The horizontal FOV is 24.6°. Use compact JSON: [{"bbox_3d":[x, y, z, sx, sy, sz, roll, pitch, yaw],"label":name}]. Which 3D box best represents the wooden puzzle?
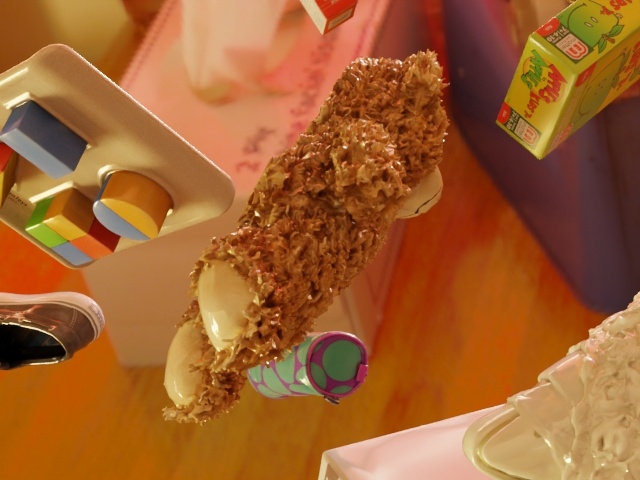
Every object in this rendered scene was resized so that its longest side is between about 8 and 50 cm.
[{"bbox_3d":[-0.334,-0.080,1.904,0.348,0.322,0.080,-22,40,42],"label":"wooden puzzle"}]

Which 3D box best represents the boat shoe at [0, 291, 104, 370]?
[{"bbox_3d":[-0.333,0.107,1.573,0.228,0.080,0.076,-4,31,32],"label":"boat shoe"}]

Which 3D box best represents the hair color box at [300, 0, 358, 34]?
[{"bbox_3d":[-0.016,-0.294,1.560,0.043,0.141,0.072,-33,-2,-6],"label":"hair color box"}]

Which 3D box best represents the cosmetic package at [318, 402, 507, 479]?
[{"bbox_3d":[0.181,0.283,1.417,0.385,0.217,0.156,-13,37,-29],"label":"cosmetic package"}]

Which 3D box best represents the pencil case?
[{"bbox_3d":[-0.013,0.120,1.391,0.064,0.070,0.151,-64,20,-16],"label":"pencil case"}]

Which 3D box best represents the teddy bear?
[{"bbox_3d":[0.000,0.000,1.063,0.113,0.245,0.338,31,33,5],"label":"teddy bear"}]

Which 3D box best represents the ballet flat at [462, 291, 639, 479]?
[{"bbox_3d":[0.138,0.200,0.987,0.147,0.147,0.409,24,93,40],"label":"ballet flat"}]

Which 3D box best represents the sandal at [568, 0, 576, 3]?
[{"bbox_3d":[0.262,-0.256,1.319,0.120,0.086,0.303,-13,10,27],"label":"sandal"}]

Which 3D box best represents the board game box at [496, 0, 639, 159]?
[{"bbox_3d":[0.202,-0.140,0.998,0.043,0.092,0.181,42,60,18],"label":"board game box"}]
